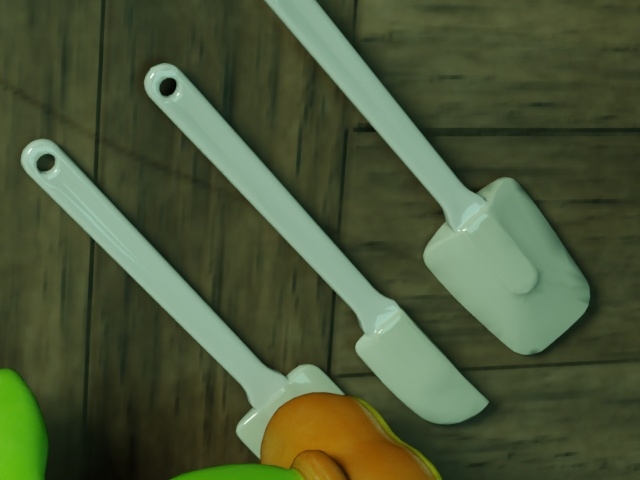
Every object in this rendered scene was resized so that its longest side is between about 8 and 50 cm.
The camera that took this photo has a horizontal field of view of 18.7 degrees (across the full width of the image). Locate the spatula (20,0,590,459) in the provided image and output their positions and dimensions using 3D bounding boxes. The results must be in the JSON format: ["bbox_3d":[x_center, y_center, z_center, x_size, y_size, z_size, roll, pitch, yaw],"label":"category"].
[{"bbox_3d":[0.000,0.000,0.840,0.168,0.019,0.242,-42,115,-2],"label":"spatula"}]

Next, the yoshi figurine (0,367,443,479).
[{"bbox_3d":[-0.135,0.175,0.765,0.362,0.203,0.203,-16,67,-32],"label":"yoshi figurine"}]
